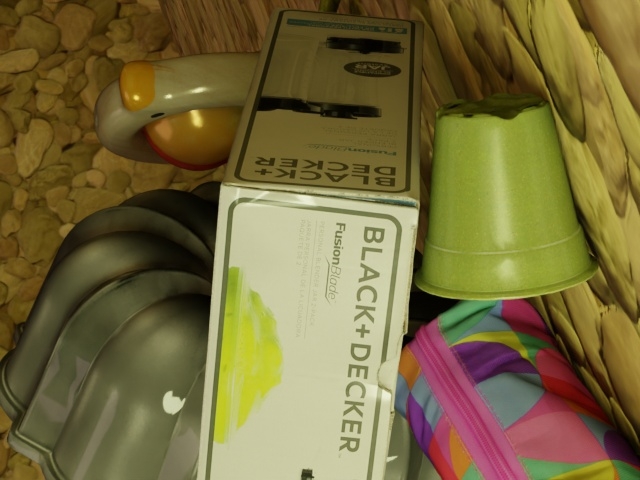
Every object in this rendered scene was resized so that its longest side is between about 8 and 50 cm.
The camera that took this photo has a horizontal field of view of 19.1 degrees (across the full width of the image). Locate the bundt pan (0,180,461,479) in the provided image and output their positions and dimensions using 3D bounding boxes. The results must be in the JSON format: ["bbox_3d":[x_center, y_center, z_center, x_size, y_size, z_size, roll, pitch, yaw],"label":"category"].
[{"bbox_3d":[-0.027,0.069,1.174,0.331,0.331,0.124,-118,42,-57],"label":"bundt pan"}]

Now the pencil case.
[{"bbox_3d":[0.107,0.115,0.931,0.236,0.104,0.104,-120,11,-60],"label":"pencil case"}]

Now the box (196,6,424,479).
[{"bbox_3d":[0.000,0.000,0.959,0.290,0.087,0.169,-83,-1,-66],"label":"box"}]

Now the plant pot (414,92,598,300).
[{"bbox_3d":[0.080,-0.023,0.849,0.083,0.083,0.079,-127,31,-73],"label":"plant pot"}]

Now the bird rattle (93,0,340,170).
[{"bbox_3d":[-0.058,-0.097,1.348,0.253,0.207,0.143,155,113,-76],"label":"bird rattle"}]
